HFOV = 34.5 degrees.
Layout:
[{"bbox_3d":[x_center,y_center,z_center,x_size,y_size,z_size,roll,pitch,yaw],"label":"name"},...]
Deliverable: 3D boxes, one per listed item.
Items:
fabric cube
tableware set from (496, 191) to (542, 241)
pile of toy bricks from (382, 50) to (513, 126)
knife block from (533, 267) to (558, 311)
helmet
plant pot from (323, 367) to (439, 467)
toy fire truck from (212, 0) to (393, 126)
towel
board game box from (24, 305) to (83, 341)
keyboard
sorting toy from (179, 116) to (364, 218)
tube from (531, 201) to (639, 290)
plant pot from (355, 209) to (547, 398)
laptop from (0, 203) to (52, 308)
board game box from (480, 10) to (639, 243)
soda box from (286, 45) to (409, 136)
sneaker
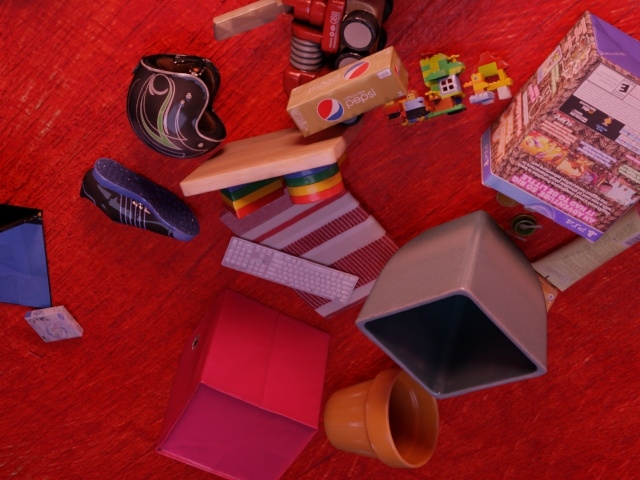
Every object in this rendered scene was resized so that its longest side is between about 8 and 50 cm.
[{"bbox_3d":[-0.154,0.306,2.085,0.259,0.258,0.254,25,130,-13],"label":"fabric cube"},{"bbox_3d":[0.361,-0.057,1.857,0.104,0.024,0.154,21,130,-9],"label":"tableware set"},{"bbox_3d":[0.193,-0.258,1.673,0.212,0.118,0.105,-13,89,31],"label":"pile of toy bricks"},{"bbox_3d":[0.313,0.170,2.034,0.088,0.242,0.275,35,81,-22],"label":"knife block"},{"bbox_3d":[-0.238,-0.218,1.713,0.169,0.169,0.161,8,115,1],"label":"helmet"},{"bbox_3d":[0.118,0.374,2.160,0.188,0.205,0.205,-10,130,35],"label":"plant pot"},{"bbox_3d":[-0.032,-0.305,1.632,0.246,0.158,0.217,17,132,9],"label":"toy fire truck"},{"bbox_3d":[0.000,0.000,1.949,0.237,0.037,0.329,-28,122,27],"label":"towel"},{"bbox_3d":[-0.564,0.177,2.179,0.090,0.020,0.090,-9,137,16],"label":"board game box"},{"bbox_3d":[-0.058,0.058,1.971,0.256,0.014,0.072,18,130,-10],"label":"keyboard"},{"bbox_3d":[-0.064,-0.116,1.703,0.257,0.255,0.089,-11,107,17],"label":"sorting toy"},{"bbox_3d":[0.500,0.013,1.882,0.240,0.062,0.070,-39,72,38],"label":"tube"},{"bbox_3d":[0.255,0.093,1.837,0.247,0.252,0.248,-21,126,41],"label":"plant pot"},{"bbox_3d":[-0.740,0.033,1.955,0.382,0.408,0.236,7,98,0],"label":"laptop"},{"bbox_3d":[0.437,-0.177,1.666,0.232,0.141,0.291,27,129,-15],"label":"board game box"},{"bbox_3d":[0.041,-0.226,1.568,0.181,0.061,0.058,-19,125,23],"label":"soda box"},{"bbox_3d":[-0.338,-0.060,1.919,0.232,0.081,0.090,35,129,-12],"label":"sneaker"}]
